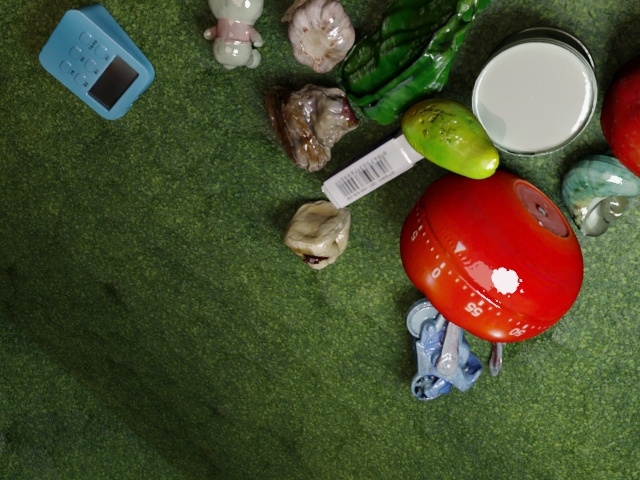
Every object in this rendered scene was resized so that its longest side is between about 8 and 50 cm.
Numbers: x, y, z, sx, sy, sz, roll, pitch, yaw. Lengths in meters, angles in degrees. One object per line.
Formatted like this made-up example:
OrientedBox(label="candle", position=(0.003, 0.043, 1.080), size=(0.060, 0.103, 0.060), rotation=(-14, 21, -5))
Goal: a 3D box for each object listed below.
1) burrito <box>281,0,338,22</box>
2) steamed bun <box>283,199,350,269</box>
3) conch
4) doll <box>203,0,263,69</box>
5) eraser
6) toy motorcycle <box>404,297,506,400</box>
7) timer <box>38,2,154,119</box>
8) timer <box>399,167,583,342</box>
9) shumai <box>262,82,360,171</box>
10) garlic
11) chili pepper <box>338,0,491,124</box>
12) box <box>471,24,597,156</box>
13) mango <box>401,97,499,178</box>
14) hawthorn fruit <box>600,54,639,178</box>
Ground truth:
OrientedBox(label="burrito", position=(0.013, -0.543, 1.262), size=(0.082, 0.059, 0.275), rotation=(40, 128, -19))
OrientedBox(label="steamed bun", position=(0.000, 0.000, 1.537), size=(0.141, 0.172, 0.155), rotation=(17, 142, 27))
OrientedBox(label="conch", position=(0.583, -0.109, 1.218), size=(0.176, 0.122, 0.188), rotation=(30, 131, -20))
OrientedBox(label="doll", position=(-0.191, -0.511, 1.339), size=(0.155, 0.113, 0.275), rotation=(19, 125, 18))
OrientedBox(label="eraser", position=(0.139, -0.183, 1.373), size=(0.279, 0.124, 0.081), rotation=(-29, 104, 35))
OrientedBox(label="toy motorcycle", position=(0.342, 0.279, 1.511), size=(0.241, 0.182, 0.319), rotation=(4, 118, 23))
OrientedBox(label="timer", position=(-0.588, -0.461, 1.569), size=(0.232, 0.091, 0.250), rotation=(-35, 104, 35))
OrientedBox(label="timer", position=(0.359, 0.021, 1.234), size=(0.378, 0.378, 0.279), rotation=(39, 123, 0))
OrientedBox(label="shumai", position=(-0.008, -0.281, 1.396), size=(0.185, 0.218, 0.184), rotation=(-20, 129, -12))
OrientedBox(label="garlic", position=(0.002, -0.442, 1.266), size=(0.147, 0.102, 0.159), rotation=(12, 135, 7))
OrientedBox(label="chili pepper", position=(0.209, -0.390, 1.194), size=(0.167, 0.213, 0.385), rotation=(13, 144, -36))
OrientedBox(label="box", position=(0.420, -0.293, 1.166), size=(0.226, 0.149, 0.226), rotation=(11, 122, 18))
OrientedBox(label="mango", position=(0.256, -0.202, 1.155), size=(0.233, 0.111, 0.125), rotation=(40, 158, 37))
OrientedBox(label="hawthorn fruit", position=(0.621, -0.224, 1.012), size=(0.265, 0.307, 0.265), rotation=(1, 92, 24))
